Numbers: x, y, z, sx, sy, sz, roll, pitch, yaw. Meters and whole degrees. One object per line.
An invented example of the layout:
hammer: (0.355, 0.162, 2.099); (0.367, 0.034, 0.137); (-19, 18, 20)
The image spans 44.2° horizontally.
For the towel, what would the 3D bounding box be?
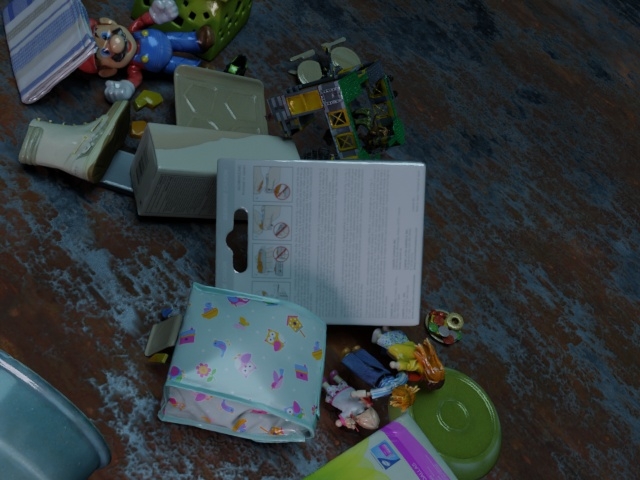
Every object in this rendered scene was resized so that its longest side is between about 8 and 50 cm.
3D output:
towel: (-0.564, -0.436, 1.632); (0.034, 0.209, 0.285); (30, 32, -56)

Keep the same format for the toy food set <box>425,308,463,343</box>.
toy food set: (0.256, 0.177, 1.630); (0.083, 0.020, 0.082); (24, 49, -7)

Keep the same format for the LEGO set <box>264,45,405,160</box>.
LEGO set: (0.026, -0.246, 1.646); (0.255, 0.192, 0.331); (67, 32, -25)

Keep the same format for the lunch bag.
lunch bag: (-0.120, 0.214, 1.345); (0.262, 0.160, 0.223); (14, 50, -7)

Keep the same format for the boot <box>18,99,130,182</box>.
boot: (-0.475, -0.212, 1.541); (0.165, 0.077, 0.213); (13, 51, 5)

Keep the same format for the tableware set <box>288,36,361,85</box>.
tableware set: (0.017, -0.422, 1.967); (0.194, 0.039, 0.128); (-29, 82, -31)

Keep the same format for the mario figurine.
mario figurine: (-0.378, -0.407, 1.692); (0.321, 0.170, 0.198); (-3, 59, -28)

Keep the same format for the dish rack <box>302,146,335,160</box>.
dish rack: (0.082, -0.103, 1.710); (0.272, 0.074, 0.208); (14, 36, -9)

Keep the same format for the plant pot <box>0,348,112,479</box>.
plant pot: (-0.503, 0.328, 0.996); (0.341, 0.341, 0.334); (31, 57, 0)

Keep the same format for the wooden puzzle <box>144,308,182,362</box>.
wooden puzzle: (-0.272, 0.167, 1.375); (0.014, 0.078, 0.116); (42, 48, -34)

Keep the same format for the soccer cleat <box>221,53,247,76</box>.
soccer cleat: (-0.213, -0.360, 1.791); (0.060, 0.072, 0.179); (26, 49, -4)

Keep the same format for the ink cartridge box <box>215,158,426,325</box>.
ink cartridge box: (0.000, 0.000, 1.483); (0.385, 0.308, 0.091); (2, 8, 0)

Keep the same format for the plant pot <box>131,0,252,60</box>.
plant pot: (-0.283, -0.600, 1.855); (0.227, 0.207, 0.228); (30, 50, -2)

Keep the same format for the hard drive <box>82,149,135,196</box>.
hard drive: (-0.397, -0.137, 1.574); (0.135, 0.022, 0.094); (17, 50, -11)

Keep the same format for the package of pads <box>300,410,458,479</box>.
package of pads: (0.099, 0.453, 1.300); (0.296, 0.101, 0.229); (-23, 66, -34)

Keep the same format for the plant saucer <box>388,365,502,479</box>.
plant saucer: (0.246, 0.337, 1.495); (0.241, 0.037, 0.241); (13, 50, -16)

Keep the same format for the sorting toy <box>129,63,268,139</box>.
sorting toy: (-0.256, -0.261, 1.681); (0.307, 0.041, 0.229); (6, 68, -28)

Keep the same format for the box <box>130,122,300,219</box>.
box: (-0.200, -0.129, 1.558); (0.311, 0.148, 0.121); (3, 52, -31)

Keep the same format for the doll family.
doll family: (0.127, 0.238, 1.426); (0.263, 0.118, 0.163); (-24, 42, -34)
